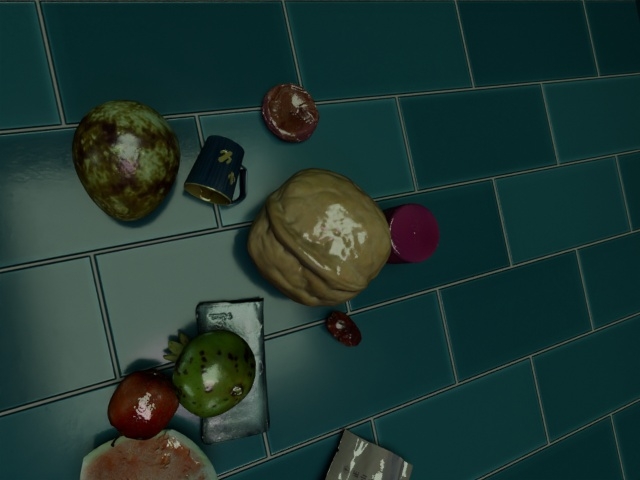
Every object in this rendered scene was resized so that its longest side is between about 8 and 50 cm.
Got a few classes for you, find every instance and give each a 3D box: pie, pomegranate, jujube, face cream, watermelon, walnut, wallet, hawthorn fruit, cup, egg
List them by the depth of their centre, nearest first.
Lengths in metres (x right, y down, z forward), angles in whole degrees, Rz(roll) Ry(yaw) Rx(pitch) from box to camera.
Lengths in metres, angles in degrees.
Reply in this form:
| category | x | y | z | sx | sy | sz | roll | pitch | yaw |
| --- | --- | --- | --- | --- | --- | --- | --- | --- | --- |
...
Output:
| category | x | y | z | sx | sy | sz | roll | pitch | yaw |
| --- | --- | --- | --- | --- | --- | --- | --- | --- | --- |
| watermelon | -0.405 | 0.585 | 1.022 | 0.305 | 0.180 | 0.224 | -2 | 89 | -18 |
| egg | -0.467 | -0.190 | 1.030 | 0.238 | 0.238 | 0.290 | 9 | 96 | -19 |
| hawthorn fruit | -0.440 | 0.413 | 1.035 | 0.157 | 0.157 | 0.194 | 39 | 69 | -13 |
| pomegranate | -0.278 | 0.314 | 1.056 | 0.211 | 0.263 | 0.211 | -30 | 131 | -41 |
| walnut | 0.000 | 0.000 | 1.141 | 0.381 | 0.381 | 0.382 | 2 | 85 | -20 |
| wallet | -0.239 | 0.354 | 1.171 | 0.190 | 0.046 | 0.379 | -3 | 88 | -17 |
| cup | -0.269 | -0.185 | 1.171 | 0.176 | 0.131 | 0.155 | 30 | 71 | -46 |
| jujube | 0.073 | 0.267 | 1.279 | 0.129 | 0.077 | 0.077 | 43 | 73 | -17 |
| pie | -0.089 | -0.383 | 1.280 | 0.182 | 0.049 | 0.183 | 3 | 82 | -24 |
| face cream | 0.236 | -0.016 | 1.294 | 0.175 | 0.195 | 0.175 | 1 | 86 | -19 |

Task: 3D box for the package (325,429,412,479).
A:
| category | x | y | z | sx | sy | sz | roll | pitch | yaw |
| --- | --- | --- | --- | --- | --- | --- | --- | --- | --- |
| package | 0.136 | 0.709 | 1.253 | 0.250 | 0.062 | 0.204 | 30 | 60 | -5 |
